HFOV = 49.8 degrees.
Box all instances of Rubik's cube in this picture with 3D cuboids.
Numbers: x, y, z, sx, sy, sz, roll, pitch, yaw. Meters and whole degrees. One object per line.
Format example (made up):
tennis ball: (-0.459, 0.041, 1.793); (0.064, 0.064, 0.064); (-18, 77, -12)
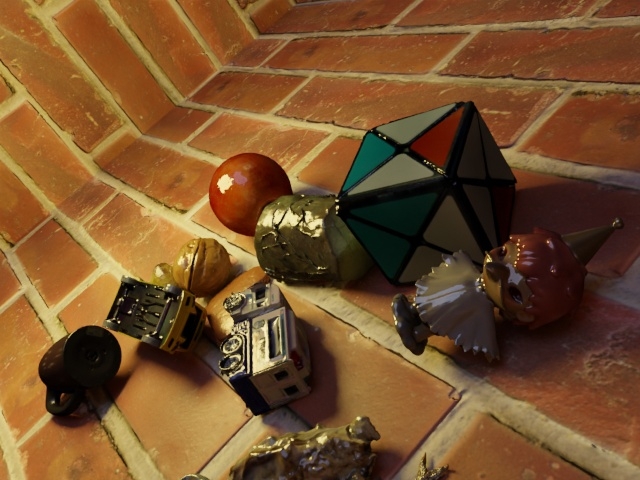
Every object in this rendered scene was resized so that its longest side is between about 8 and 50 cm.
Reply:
Rubik's cube: (0.213, -0.084, 1.328); (0.246, 0.248, 0.250); (-12, 39, 35)

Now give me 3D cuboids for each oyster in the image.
oyster: (-0.066, 0.388, 1.094); (0.354, 0.107, 0.201); (-40, 34, -7)

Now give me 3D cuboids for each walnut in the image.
walnut: (-0.297, 0.068, 1.735); (0.144, 0.144, 0.180); (-23, 24, 20)

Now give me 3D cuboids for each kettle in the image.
kettle: (-0.601, 0.323, 1.684); (0.232, 0.144, 0.202); (-25, 61, 46)

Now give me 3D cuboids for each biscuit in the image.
biscuit: (-0.183, 0.142, 1.614); (0.186, 0.036, 0.192); (-36, 31, -4)

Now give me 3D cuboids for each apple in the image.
apple: (-0.181, -0.119, 1.800); (0.218, 0.218, 0.201); (-41, 56, -10)

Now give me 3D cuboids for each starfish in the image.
starfish: (0.150, 0.354, 1.013); (0.092, 0.016, 0.086); (-33, 28, 10)

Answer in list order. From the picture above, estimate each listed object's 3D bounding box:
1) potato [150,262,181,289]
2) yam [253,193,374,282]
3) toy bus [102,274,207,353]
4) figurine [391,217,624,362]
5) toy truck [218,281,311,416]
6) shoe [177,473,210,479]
potato: (-0.393, 0.113, 1.797); (0.066, 0.103, 0.096); (6, 51, 52)
yam: (0.000, -0.005, 1.497); (0.271, 0.201, 0.202); (13, 56, 44)
toy bus: (-0.383, 0.179, 1.634); (0.331, 0.151, 0.145); (5, 70, 50)
figurine: (0.302, 0.071, 1.106); (0.386, 0.166, 0.207); (-25, 49, 23)
toy truck: (-0.104, 0.199, 1.375); (0.155, 0.124, 0.268); (-22, 34, 9)
shoe: (-0.285, 0.494, 1.168); (0.103, 0.100, 0.251); (6, 47, 48)
